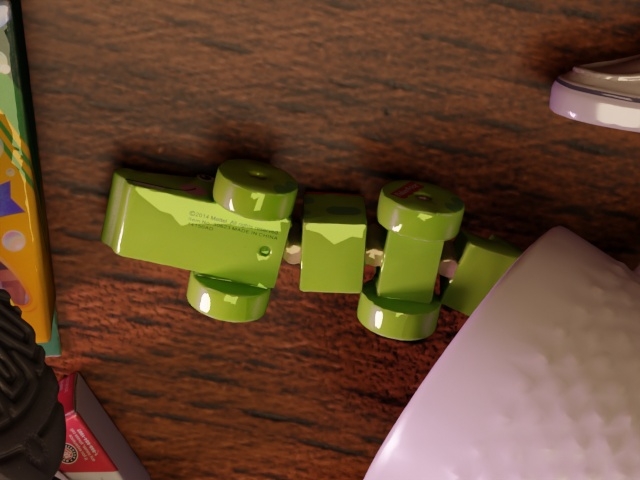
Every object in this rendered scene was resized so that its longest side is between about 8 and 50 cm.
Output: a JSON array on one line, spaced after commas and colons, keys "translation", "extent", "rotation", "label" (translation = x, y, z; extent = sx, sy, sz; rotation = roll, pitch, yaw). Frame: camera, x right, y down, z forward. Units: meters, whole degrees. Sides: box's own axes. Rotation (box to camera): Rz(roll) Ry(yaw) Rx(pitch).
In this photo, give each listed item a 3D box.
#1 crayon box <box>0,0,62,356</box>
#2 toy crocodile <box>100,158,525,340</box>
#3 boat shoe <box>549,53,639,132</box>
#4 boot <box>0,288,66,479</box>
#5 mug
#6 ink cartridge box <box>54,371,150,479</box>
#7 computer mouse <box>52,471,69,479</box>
[{"translation": [-0.312, -0.028, 1.132], "extent": [0.203, 0.083, 0.323], "rotation": [-5, 115, -5], "label": "crayon box"}, {"translation": [0.000, 0.000, 1.184], "extent": [0.341, 0.105, 0.115], "rotation": [7, 113, -6], "label": "toy crocodile"}, {"translation": [0.306, -0.136, 1.160], "extent": [0.268, 0.096, 0.088], "rotation": [-2, 110, -8], "label": "boat shoe"}, {"translation": [-0.440, 0.124, 1.072], "extent": [0.445, 0.146, 0.367], "rotation": [-36, 94, 24], "label": "boot"}, {"translation": [0.266, 0.157, 1.140], "extent": [0.328, 0.276, 0.374], "rotation": [36, 71, 14], "label": "mug"}, {"translation": [-0.246, 0.209, 1.251], "extent": [0.175, 0.072, 0.127], "rotation": [-27, 116, 5], "label": "ink cartridge box"}, {"translation": [-0.193, 0.241, 1.208], "extent": [0.193, 0.042, 0.106], "rotation": [33, 107, -21], "label": "computer mouse"}]
